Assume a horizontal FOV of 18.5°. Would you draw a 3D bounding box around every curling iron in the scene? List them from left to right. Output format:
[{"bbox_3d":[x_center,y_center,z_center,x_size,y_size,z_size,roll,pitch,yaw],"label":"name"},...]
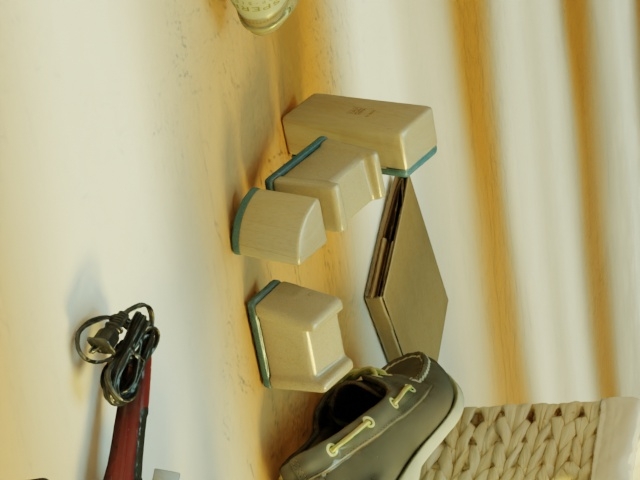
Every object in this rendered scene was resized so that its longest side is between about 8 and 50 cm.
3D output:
[{"bbox_3d":[-0.139,0.172,1.248,0.068,0.035,0.274,22,70,-53],"label":"curling iron"}]

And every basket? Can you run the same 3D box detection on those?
[{"bbox_3d":[0.184,0.363,1.855,0.328,0.266,0.331,-69,153,-50],"label":"basket"}]

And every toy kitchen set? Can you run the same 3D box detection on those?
[{"bbox_3d":[0.000,0.000,1.620,0.207,0.122,0.166,-40,129,-43],"label":"toy kitchen set"}]

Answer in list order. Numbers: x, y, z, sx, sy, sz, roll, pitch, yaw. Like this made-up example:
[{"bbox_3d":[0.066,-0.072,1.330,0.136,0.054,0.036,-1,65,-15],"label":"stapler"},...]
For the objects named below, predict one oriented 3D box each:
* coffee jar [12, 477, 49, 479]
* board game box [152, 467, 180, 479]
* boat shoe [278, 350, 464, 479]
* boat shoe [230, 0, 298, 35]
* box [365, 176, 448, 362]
[{"bbox_3d":[-0.171,0.214,1.037,0.079,0.096,0.184,-51,136,-68],"label":"coffee jar"},{"bbox_3d":[-0.112,0.208,1.289,0.090,0.020,0.090,106,-6,-58],"label":"board game box"},{"bbox_3d":[0.045,0.159,1.696,0.091,0.109,0.305,57,25,-9],"label":"boat shoe"},{"bbox_3d":[-0.022,-0.290,1.563,0.089,0.104,0.285,74,32,-49],"label":"boat shoe"},{"bbox_3d":[0.090,0.059,1.987,0.201,0.021,0.164,69,26,-45],"label":"box"}]
